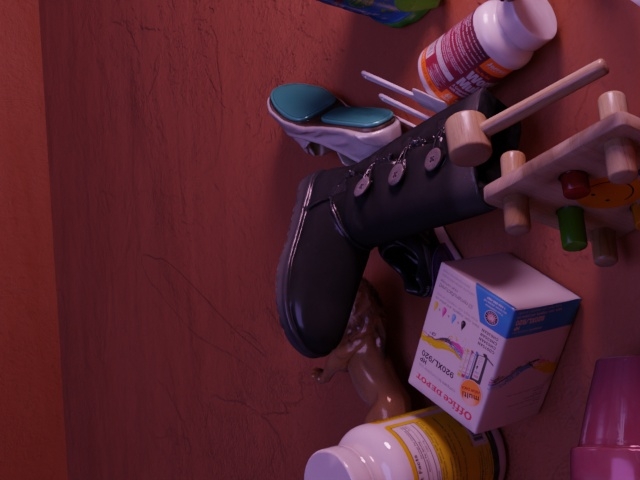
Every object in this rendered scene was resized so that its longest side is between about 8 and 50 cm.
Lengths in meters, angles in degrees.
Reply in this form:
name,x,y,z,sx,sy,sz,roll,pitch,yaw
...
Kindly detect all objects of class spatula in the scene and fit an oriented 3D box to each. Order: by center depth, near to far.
name,x,y,z,sx,sy,sz,roll,pitch,yaw
spatula,0.172,-0.222,1.675,0.019,0.168,0.242,-48,42,-8

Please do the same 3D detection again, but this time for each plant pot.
name,x,y,z,sx,sy,sz,roll,pitch,yaw
plant pot,0.456,0.260,1.321,0.201,0.201,0.180,-13,69,52

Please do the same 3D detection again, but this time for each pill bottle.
name,x,y,z,sx,sy,sz,roll,pitch,yaw
pill bottle,0.271,-0.316,1.531,0.221,0.121,0.121,-31,70,49
pill bottle,0.145,0.395,1.604,0.188,0.333,0.188,9,101,52

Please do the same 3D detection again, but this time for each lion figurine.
name,x,y,z,sx,sy,sz,roll,pitch,yaw
lion figurine,0.100,0.270,1.814,0.392,0.142,0.240,59,138,23

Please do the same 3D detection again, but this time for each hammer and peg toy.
name,x,y,z,sx,sy,sz,roll,pitch,yaw
hammer and peg toy,0.360,-0.090,1.261,0.266,0.361,0.127,-31,49,48

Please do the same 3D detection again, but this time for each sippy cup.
name,x,y,z,sx,sy,sz,roll,pitch,yaw
sippy cup,0.073,-0.511,1.680,0.305,0.224,0.240,2,96,51

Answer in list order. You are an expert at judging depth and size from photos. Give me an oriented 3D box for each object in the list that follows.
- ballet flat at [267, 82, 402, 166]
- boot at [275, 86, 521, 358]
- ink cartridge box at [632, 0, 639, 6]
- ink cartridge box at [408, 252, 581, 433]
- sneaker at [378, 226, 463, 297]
name,x,y,z,sx,sy,sz,roll,pitch,yaw
ballet flat,0.020,-0.217,1.869,0.400,0.139,0.139,27,115,51
boot,0.127,-0.015,1.559,0.445,0.146,0.367,-18,60,43
ink cartridge box,0.509,-0.388,1.188,0.092,0.160,0.219,51,130,36
ink cartridge box,0.281,0.165,1.536,0.171,0.168,0.233,36,122,43
sneaker,0.153,-0.019,1.714,0.283,0.124,0.107,59,135,29
